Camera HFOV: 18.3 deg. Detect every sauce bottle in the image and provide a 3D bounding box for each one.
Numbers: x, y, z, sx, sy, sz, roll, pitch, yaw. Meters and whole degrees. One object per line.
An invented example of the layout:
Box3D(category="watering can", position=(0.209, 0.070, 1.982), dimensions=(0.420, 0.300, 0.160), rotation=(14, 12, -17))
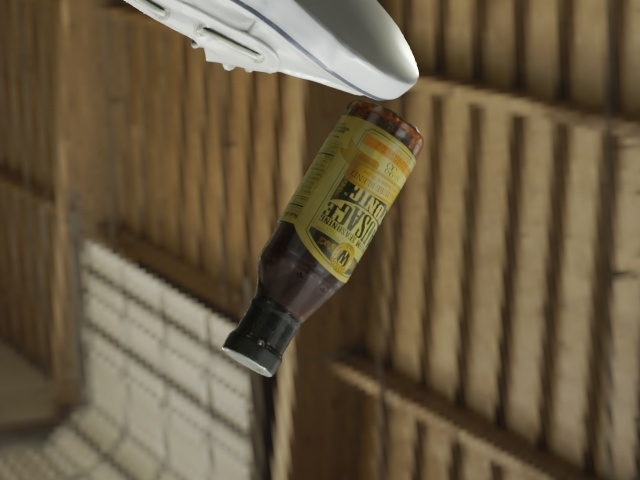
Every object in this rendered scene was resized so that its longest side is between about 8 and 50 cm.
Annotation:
Box3D(category="sauce bottle", position=(0.000, 0.000, 0.877), dimensions=(0.128, 0.042, 0.042), rotation=(-61, -158, -10))

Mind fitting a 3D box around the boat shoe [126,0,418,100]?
Box3D(category="boat shoe", position=(-0.055, -0.158, 1.347), dimensions=(0.088, 0.267, 0.096), rotation=(-42, -141, 32))
